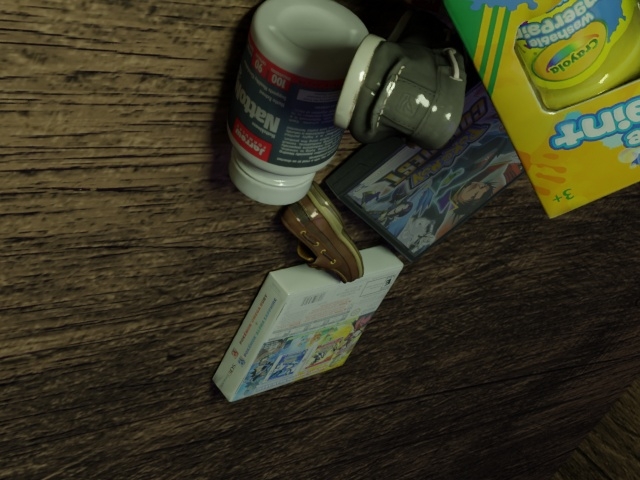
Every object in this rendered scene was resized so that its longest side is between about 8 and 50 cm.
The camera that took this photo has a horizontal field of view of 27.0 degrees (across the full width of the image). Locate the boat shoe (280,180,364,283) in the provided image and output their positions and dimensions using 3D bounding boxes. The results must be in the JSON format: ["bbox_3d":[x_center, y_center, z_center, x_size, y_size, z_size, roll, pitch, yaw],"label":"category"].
[{"bbox_3d":[0.000,0.000,1.482,0.060,0.064,0.178,-35,147,-3],"label":"boat shoe"}]

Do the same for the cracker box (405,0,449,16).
[{"bbox_3d":[0.169,-0.314,1.227,0.155,0.067,0.232,2,131,-54],"label":"cracker box"}]

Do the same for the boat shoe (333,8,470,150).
[{"bbox_3d":[0.087,-0.131,1.160,0.335,0.095,0.112,-49,162,-73],"label":"boat shoe"}]

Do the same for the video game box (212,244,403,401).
[{"bbox_3d":[-0.014,0.099,1.624,0.205,0.048,0.187,-12,139,-45],"label":"video game box"}]

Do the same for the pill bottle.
[{"bbox_3d":[-0.027,-0.121,1.201,0.108,0.108,0.180,-23,147,-35],"label":"pill bottle"}]

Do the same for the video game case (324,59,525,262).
[{"bbox_3d":[0.163,-0.103,1.525,0.275,0.035,0.248,-40,152,7],"label":"video game case"}]

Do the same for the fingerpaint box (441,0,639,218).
[{"bbox_3d":[0.316,-0.264,1.084,0.445,0.163,0.371,-23,132,12],"label":"fingerpaint box"}]
